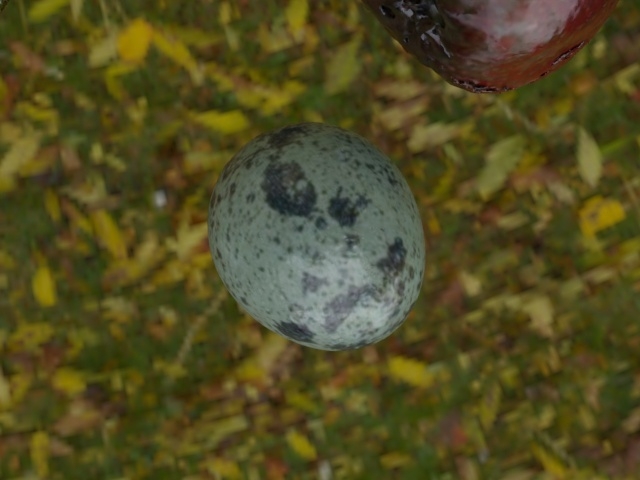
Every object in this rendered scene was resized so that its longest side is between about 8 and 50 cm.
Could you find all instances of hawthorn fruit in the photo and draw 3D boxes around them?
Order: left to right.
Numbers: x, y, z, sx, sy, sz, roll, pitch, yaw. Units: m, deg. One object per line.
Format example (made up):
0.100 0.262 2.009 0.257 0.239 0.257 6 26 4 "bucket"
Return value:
0.142 -0.198 1.293 0.235 0.181 0.181 -25 141 -29 "hawthorn fruit"

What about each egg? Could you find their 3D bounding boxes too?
0.000 0.000 1.205 0.132 0.172 0.132 -14 129 -17 "egg"

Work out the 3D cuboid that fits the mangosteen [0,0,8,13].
-0.303 -0.199 0.788 0.421 0.381 0.381 -27 136 24 "mangosteen"
